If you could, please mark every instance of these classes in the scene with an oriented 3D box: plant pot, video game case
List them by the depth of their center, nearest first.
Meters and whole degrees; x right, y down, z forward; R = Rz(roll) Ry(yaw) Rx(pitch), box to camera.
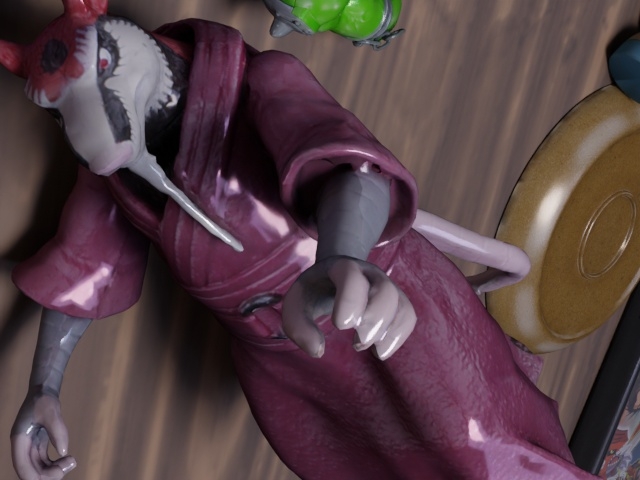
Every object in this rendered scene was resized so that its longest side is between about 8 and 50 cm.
[{"bbox_3d":[0.220,-0.009,0.926,0.236,0.032,0.236,-28,131,-36],"label":"plant pot"},{"bbox_3d":[0.343,0.158,1.171,0.248,0.035,0.274,2,112,-49],"label":"video game case"}]

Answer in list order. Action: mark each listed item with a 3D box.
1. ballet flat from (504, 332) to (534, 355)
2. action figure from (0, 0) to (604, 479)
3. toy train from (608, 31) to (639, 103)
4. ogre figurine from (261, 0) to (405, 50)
[{"bbox_3d":[0.148,0.155,0.911,0.077,0.079,0.221,-40,139,-26],"label":"ballet flat"},{"bbox_3d":[0.000,0.000,0.532,0.370,0.248,0.275,52,45,-32],"label":"action figure"},{"bbox_3d":[0.336,-0.126,0.810,0.143,0.248,0.105,-47,141,-10],"label":"toy train"},{"bbox_3d":[0.023,-0.170,0.551,0.118,0.097,0.197,-38,172,-44],"label":"ogre figurine"}]
